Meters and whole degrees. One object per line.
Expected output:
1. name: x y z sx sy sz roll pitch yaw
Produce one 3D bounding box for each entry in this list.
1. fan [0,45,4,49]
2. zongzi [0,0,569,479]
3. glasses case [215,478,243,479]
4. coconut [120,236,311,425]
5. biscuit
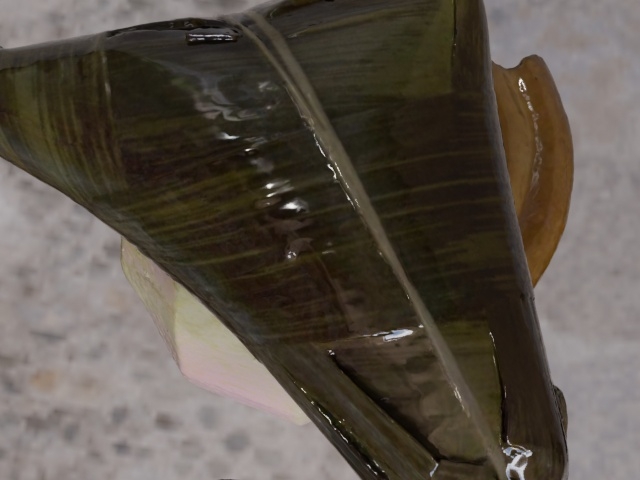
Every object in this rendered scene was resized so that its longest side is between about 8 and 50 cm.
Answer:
1. fan: -0.315 -0.083 1.756 0.016 0.193 0.038 11 178 26
2. zongzi: -0.032 0.026 0.760 0.241 0.248 0.111 -11 168 -7
3. glasses case: -0.004 0.250 0.769 0.122 0.082 0.321 -26 85 25
4. coconut: 0.000 0.000 1.360 0.259 0.259 0.259 2 138 2
5. biscuit: 0.036 -0.014 0.960 0.224 0.144 0.033 -12 168 -22
